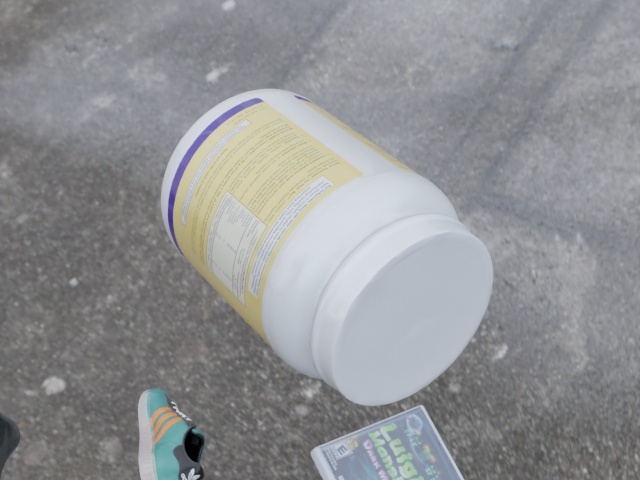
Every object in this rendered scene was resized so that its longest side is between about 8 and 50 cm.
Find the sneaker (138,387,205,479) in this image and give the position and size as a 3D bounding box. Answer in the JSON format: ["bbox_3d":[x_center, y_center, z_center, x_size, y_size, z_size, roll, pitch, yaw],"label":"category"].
[{"bbox_3d":[-0.281,0.381,1.804,0.121,0.108,0.302,-12,28,-5],"label":"sneaker"}]

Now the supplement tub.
[{"bbox_3d":[0.000,0.000,1.023,0.241,0.241,0.331,-40,47,-10],"label":"supplement tub"}]

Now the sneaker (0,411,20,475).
[{"bbox_3d":[-0.312,0.284,0.733,0.125,0.140,0.340,2,72,23],"label":"sneaker"}]

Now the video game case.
[{"bbox_3d":[0.102,0.309,1.134,0.173,0.022,0.190,-14,65,-34],"label":"video game case"}]
